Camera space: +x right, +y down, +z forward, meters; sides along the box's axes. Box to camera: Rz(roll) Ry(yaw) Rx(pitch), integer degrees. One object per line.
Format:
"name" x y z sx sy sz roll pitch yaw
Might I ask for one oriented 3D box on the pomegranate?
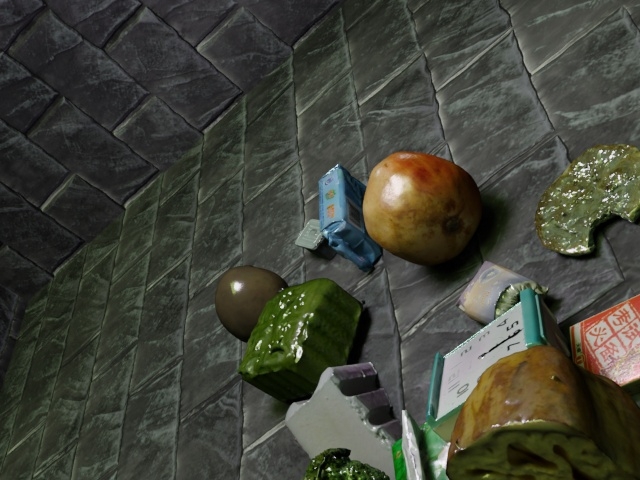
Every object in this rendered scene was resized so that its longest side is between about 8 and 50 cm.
"pomegranate" 0.208 -0.074 1.959 0.270 0.252 0.229 44 116 61

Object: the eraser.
"eraser" 0.505 0.159 1.452 0.230 0.038 0.157 -33 33 34

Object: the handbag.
"handbag" 0.336 0.107 1.712 0.117 0.095 0.173 -56 25 -4

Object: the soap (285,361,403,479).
"soap" 0.088 0.381 1.824 0.159 0.258 0.302 -47 -16 11

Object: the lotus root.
"lotus root" 0.314 0.305 1.310 0.316 0.316 0.250 -35 21 30

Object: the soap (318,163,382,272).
"soap" 0.070 -0.057 2.242 0.077 0.156 0.293 -37 30 24

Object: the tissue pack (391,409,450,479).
"tissue pack" 0.193 0.394 1.526 0.148 0.156 0.209 -41 30 25

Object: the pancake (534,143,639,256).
"pancake" 0.510 -0.080 1.727 0.253 0.037 0.253 -36 31 26

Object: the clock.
"clock" 0.298 0.217 1.528 0.231 0.116 0.262 -39 5 17

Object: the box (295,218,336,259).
"box" 0.000 0.000 2.376 0.084 0.069 0.122 -56 28 -10

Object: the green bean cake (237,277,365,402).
"green bean cake" -0.045 0.222 2.075 0.250 0.156 0.247 -27 34 52

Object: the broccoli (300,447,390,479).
"broccoli" -0.003 0.516 1.555 0.321 0.283 0.303 -61 38 32

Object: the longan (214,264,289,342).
"longan" -0.164 0.159 2.286 0.197 0.220 0.196 -8 67 20
